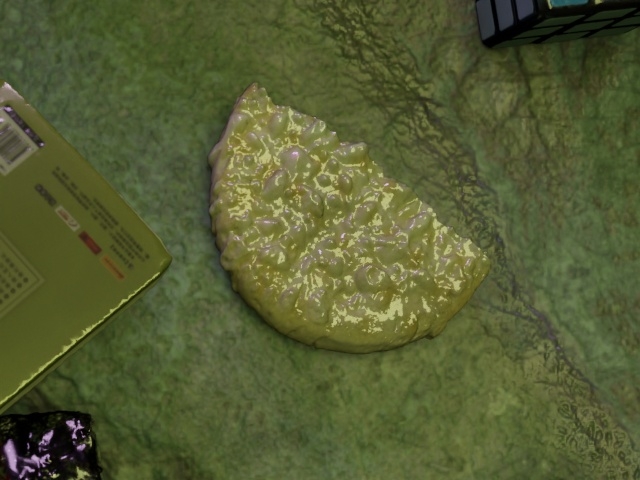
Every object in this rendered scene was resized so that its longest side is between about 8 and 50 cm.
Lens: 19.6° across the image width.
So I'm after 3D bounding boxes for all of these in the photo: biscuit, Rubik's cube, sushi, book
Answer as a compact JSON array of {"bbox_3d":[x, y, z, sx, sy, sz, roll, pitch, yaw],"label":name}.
[{"bbox_3d":[0.000,0.000,1.690,0.281,0.084,0.179,40,81,-6],"label":"biscuit"},{"bbox_3d":[0.237,-0.278,1.737,0.162,0.163,0.160,-8,87,-14],"label":"Rubik's cube"},{"bbox_3d":[-0.232,0.254,1.582,0.115,0.147,0.212,-10,70,-10],"label":"sushi"},{"bbox_3d":[-0.331,0.047,1.583,0.352,0.035,0.239,-41,77,-11],"label":"book"}]
